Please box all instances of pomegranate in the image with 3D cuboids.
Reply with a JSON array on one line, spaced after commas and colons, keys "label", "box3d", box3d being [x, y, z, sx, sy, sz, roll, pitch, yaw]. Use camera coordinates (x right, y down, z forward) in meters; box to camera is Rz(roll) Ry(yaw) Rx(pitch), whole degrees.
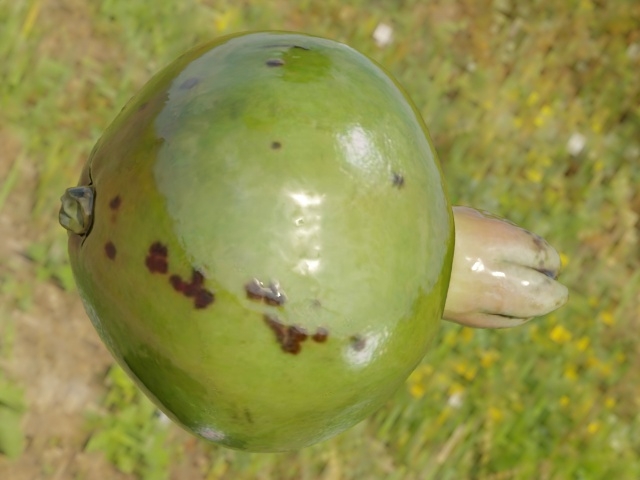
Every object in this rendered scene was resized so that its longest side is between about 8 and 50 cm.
[{"label": "pomegranate", "box3d": [-0.002, -0.003, 0.351, 0.084, 0.073, 0.073, -22, 55, -34]}]
